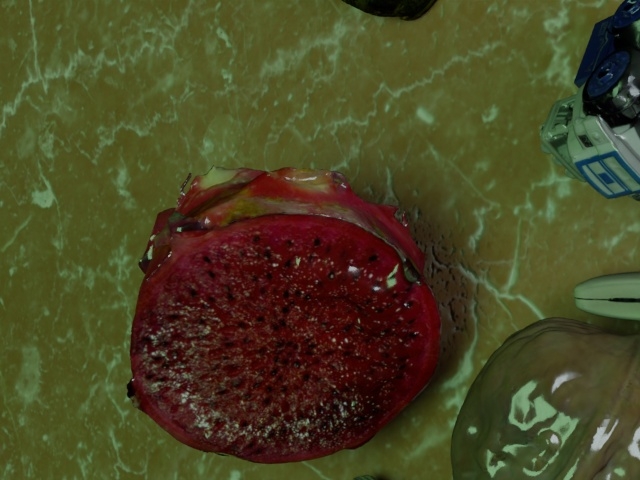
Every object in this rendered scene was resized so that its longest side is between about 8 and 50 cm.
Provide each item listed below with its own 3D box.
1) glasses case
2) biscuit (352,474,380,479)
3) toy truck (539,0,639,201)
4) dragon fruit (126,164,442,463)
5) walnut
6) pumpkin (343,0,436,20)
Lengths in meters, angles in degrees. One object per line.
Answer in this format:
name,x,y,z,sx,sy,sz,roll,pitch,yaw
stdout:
glasses case,0.358,0.058,1.434,0.204,0.081,0.051,0,93,41
biscuit,0.078,0.422,1.686,0.150,0.052,0.252,18,104,34
toy truck,0.305,-0.136,1.387,0.177,0.161,0.213,-19,36,48
dragon fruit,-0.053,0.063,1.626,0.371,0.386,0.249,-30,32,11
walnut,0.264,0.212,1.420,0.273,0.227,0.273,-5,82,38
pumpkin,0.051,-0.339,1.663,0.183,0.107,0.119,32,105,32
